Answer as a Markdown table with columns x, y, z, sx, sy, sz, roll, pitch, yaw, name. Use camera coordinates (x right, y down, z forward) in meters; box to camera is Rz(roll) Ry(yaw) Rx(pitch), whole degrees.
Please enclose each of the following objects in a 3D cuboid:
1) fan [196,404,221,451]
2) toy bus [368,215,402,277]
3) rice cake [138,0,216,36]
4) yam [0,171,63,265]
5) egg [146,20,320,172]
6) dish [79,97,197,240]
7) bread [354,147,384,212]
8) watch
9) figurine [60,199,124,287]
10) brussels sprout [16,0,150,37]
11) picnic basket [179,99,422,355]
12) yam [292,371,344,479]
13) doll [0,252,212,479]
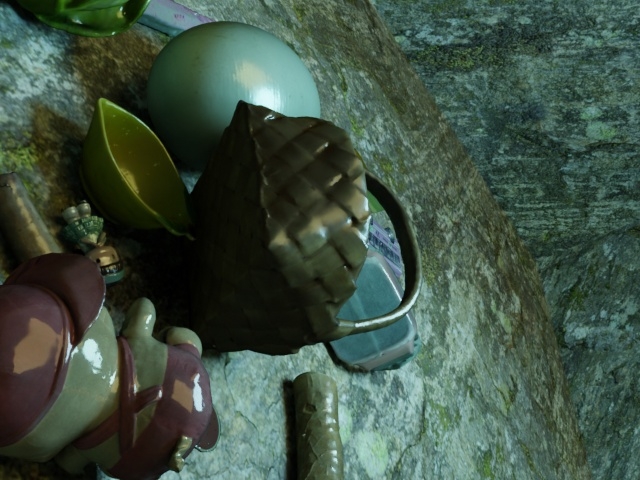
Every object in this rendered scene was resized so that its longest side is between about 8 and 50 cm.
| x | y | z | sx | sy | sz | roll | pitch | yaw | name |
| --- | --- | --- | --- | --- | --- | --- | --- | --- | --- |
| -0.161 | 0.213 | 0.978 | 0.133 | 0.005 | 0.085 | 30 | 41 | -57 | fan |
| 0.089 | 0.017 | 1.641 | 0.199 | 0.096 | 0.108 | 36 | 40 | -56 | toy bus |
| -0.253 | -0.385 | 1.351 | 0.290 | 0.051 | 0.081 | 1 | 66 | -66 | rice cake |
| -0.276 | 0.050 | 0.840 | 0.263 | 0.046 | 0.046 | 63 | 22 | -3 | yam |
| -0.120 | -0.205 | 1.224 | 0.229 | 0.230 | 0.371 | 68 | 16 | 7 | egg |
| -0.240 | -0.072 | 1.007 | 0.207 | 0.080 | 0.149 | 59 | 19 | -10 | dish |
| 0.087 | -0.126 | 1.813 | 0.139 | 0.074 | 0.084 | 43 | 33 | -41 | bread |
| 0.099 | 0.120 | 1.490 | 0.253 | 0.162 | 0.241 | 65 | 15 | -3 | watch |
| -0.263 | 0.009 | 0.912 | 0.060 | 0.047 | 0.105 | -17 | 79 | -46 | figurine |
| -0.308 | -0.385 | 0.969 | 0.294 | 0.227 | 0.259 | 55 | -7 | -24 | brussels sprout |
| 0.000 | 0.000 | 1.074 | 0.337 | 0.337 | 0.292 | 33 | 38 | -53 | picnic basket |
| 0.001 | 0.334 | 1.118 | 0.081 | 0.081 | 0.356 | 45 | 29 | -40 | yam |
| -0.224 | 0.123 | 0.735 | 0.256 | 0.152 | 0.196 | 31 | 48 | -37 | doll |
